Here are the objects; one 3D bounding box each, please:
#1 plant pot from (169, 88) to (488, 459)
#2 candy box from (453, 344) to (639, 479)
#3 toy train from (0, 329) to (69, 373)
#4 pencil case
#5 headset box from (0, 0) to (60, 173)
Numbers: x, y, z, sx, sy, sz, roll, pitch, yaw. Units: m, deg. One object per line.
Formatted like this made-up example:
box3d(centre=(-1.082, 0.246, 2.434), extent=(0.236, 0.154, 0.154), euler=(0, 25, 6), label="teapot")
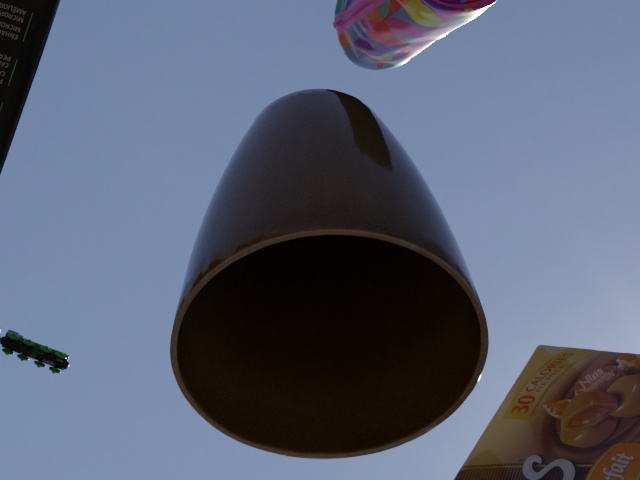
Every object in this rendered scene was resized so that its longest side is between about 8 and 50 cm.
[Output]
box3d(centre=(0.000, 0.000, 1.514), extent=(0.237, 0.254, 0.237), euler=(-2, -49, -2), label="plant pot")
box3d(centre=(0.196, 0.211, 1.457), extent=(0.183, 0.316, 0.087), euler=(3, -53, 31), label="candy box")
box3d(centre=(-0.225, 0.077, 1.417), extent=(0.083, 0.024, 0.017), euler=(22, -82, -5), label="toy train")
box3d(centre=(0.085, -0.226, 1.748), extent=(0.104, 0.104, 0.236), euler=(51, -20, -2), label="pencil case")
box3d(centre=(-0.267, -0.148, 1.034), extent=(0.246, 0.131, 0.283), euler=(18, -67, -13), label="headset box")
